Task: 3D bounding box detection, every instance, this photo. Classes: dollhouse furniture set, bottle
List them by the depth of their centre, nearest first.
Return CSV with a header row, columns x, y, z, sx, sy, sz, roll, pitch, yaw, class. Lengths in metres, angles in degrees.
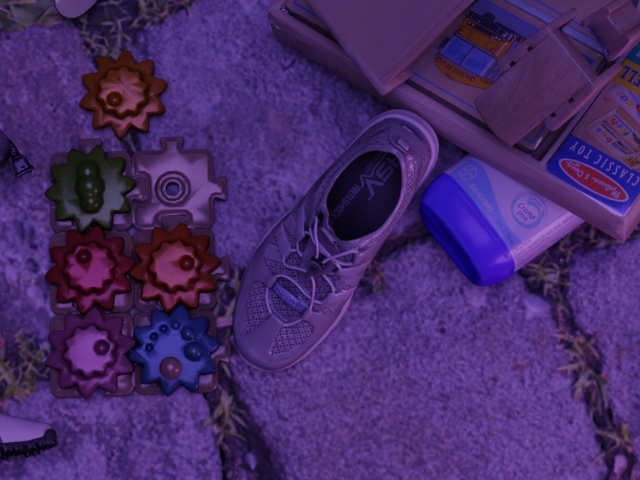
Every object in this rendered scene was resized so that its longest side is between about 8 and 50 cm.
x,y,z,sx,sy,sz,roll,pitch,yaw,class
0.183,-0.255,1.800,0.286,0.198,0.303,52,48,3,dollhouse furniture set
0.233,-0.076,1.856,0.283,0.092,0.118,-35,76,-9,bottle

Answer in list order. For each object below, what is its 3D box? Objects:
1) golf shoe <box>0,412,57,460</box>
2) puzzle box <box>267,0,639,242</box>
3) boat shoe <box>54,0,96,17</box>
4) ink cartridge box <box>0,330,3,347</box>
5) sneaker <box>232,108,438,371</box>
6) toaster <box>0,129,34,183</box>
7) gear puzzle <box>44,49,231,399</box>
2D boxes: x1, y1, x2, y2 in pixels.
x,y,z,sx,sy,sz,roll,pitch,yaw,class
-0.338,0.154,1.794,0.198,0.077,0.094,5,78,-3,golf shoe
0.188,-0.208,1.841,0.409,0.052,0.272,32,74,19,puzzle box
-0.229,-0.276,1.906,0.049,0.042,0.133,22,78,-24,boat shoe
-0.402,0.066,1.790,0.198,0.067,0.115,-17,47,-6,ink cartridge box
0.000,0.000,1.796,0.105,0.115,0.281,32,102,4,sneaker
-0.391,-0.102,1.818,0.146,0.129,0.227,-41,93,-6,toaster
-0.174,-0.020,1.852,0.175,0.044,0.339,-1,78,-3,gear puzzle
